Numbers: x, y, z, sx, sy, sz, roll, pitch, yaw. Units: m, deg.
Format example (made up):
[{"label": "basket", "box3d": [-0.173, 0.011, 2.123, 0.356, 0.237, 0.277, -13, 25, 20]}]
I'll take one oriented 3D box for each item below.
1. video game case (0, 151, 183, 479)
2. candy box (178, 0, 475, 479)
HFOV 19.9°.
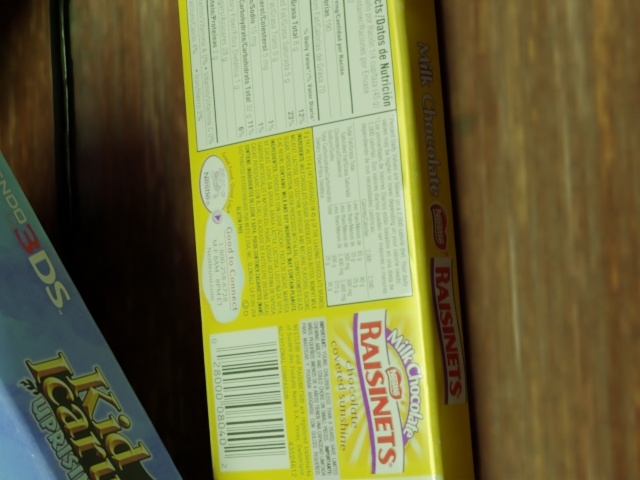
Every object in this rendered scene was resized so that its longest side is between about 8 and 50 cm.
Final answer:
[{"label": "video game case", "box3d": [-0.160, 0.117, 0.699, 0.244, 0.061, 0.269, -26, 94, 36]}, {"label": "candy box", "box3d": [0.000, 0.000, 0.650, 0.105, 0.027, 0.206, -8, 84, 37]}]
